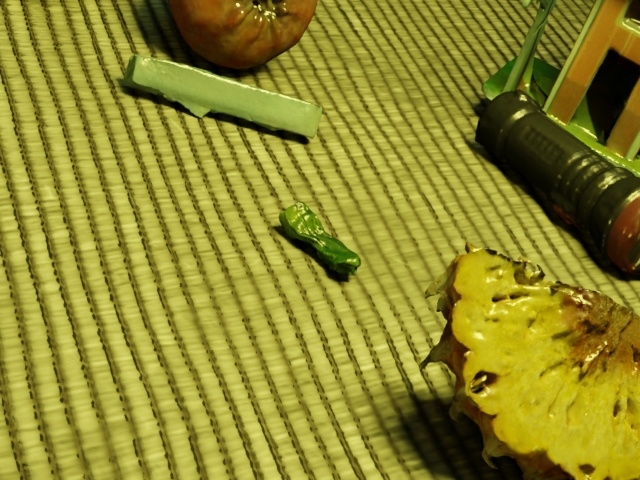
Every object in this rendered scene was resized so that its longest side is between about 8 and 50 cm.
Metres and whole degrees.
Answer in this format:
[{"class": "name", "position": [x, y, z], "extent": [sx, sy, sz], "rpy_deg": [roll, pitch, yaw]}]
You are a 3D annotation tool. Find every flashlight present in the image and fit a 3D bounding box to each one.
[{"class": "flashlight", "position": [0.235, -0.058, 1.747], "extent": [0.093, 0.093, 0.232], "rpy_deg": [-2, 31, -42]}]

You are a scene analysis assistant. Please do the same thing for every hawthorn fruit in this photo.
[{"class": "hawthorn fruit", "position": [-0.073, -0.245, 1.761], "extent": [0.149, 0.149, 0.189], "rpy_deg": [17, 29, -13]}]

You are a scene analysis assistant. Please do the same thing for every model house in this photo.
[{"class": "model house", "position": [0.352, -0.210, 1.824], "extent": [0.300, 0.324, 0.340], "rpy_deg": [29, 22, 10]}]

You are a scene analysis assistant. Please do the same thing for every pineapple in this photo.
[{"class": "pineapple", "position": [0.152, 0.113, 1.355], "extent": [0.250, 0.140, 0.164], "rpy_deg": [27, -20, -28]}]

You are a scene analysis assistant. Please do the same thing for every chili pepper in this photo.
[{"class": "chili pepper", "position": [0.001, 0.001, 1.500], "extent": [0.030, 0.034, 0.091], "rpy_deg": [-34, 56, -21]}]

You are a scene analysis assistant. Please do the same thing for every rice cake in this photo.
[{"class": "rice cake", "position": [-0.085, -0.124, 1.654], "extent": [0.180, 0.042, 0.030], "rpy_deg": [15, 1, -18]}]
